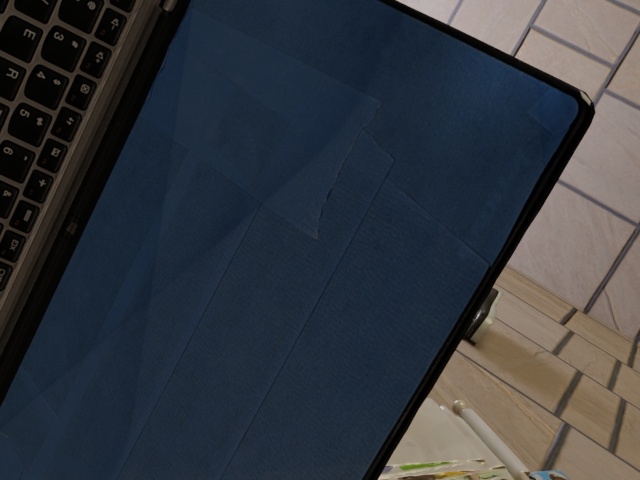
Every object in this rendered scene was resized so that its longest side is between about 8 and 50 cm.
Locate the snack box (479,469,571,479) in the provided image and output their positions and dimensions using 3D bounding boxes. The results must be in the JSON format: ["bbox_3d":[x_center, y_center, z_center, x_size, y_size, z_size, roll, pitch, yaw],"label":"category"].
[{"bbox_3d":[0.282,0.338,0.779,0.187,0.060,0.322,14,19,-46],"label":"snack box"}]

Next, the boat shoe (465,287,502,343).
[{"bbox_3d":[0.285,0.121,1.577,0.068,0.081,0.228,34,16,6],"label":"boat shoe"}]

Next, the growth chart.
[{"bbox_3d":[0.076,0.197,0.818,0.237,0.021,0.172,4,23,-15],"label":"growth chart"}]

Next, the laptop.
[{"bbox_3d":[-0.183,-0.005,0.389,0.407,0.382,0.236,26,13,-13],"label":"laptop"}]
